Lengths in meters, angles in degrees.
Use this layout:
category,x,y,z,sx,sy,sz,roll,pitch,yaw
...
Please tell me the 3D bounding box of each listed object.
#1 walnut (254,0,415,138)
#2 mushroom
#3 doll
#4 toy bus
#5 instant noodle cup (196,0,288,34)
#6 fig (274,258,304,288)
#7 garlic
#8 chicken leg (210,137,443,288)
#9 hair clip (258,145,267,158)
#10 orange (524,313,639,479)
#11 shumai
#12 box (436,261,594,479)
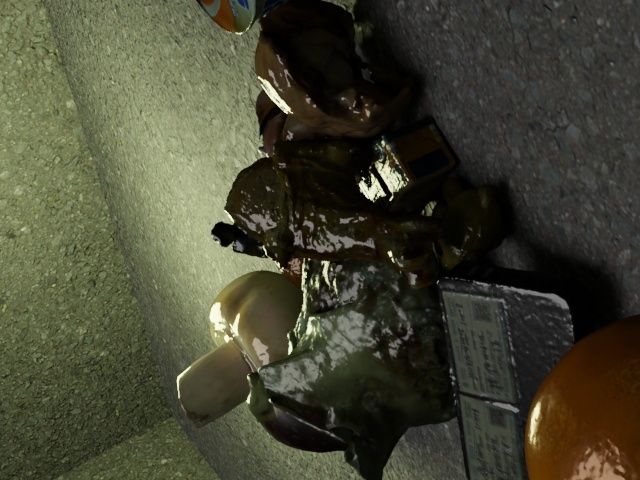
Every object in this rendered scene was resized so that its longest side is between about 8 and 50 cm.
category,x,y,z,sx,sy,sz,roll,pitch,yaw
walnut,-0.001,-0.233,1.649,0.238,0.204,0.141,53,135,28
mushroom,-0.120,0.241,2.447,0.325,0.353,0.353,-92,-6,-51
doll,0.207,-0.018,1.629,0.209,0.097,0.137,-152,69,-82
toy bus,0.124,-0.095,1.698,0.103,0.091,0.182,60,159,13
instant noodle cup,-0.073,-0.450,1.561,0.296,0.214,0.296,51,156,32
fig,0.000,0.000,2.109,0.146,0.133,0.201,37,140,-8
garlic,0.000,-0.178,1.812,0.160,0.191,0.214,-28,82,30
chicken leg,0.029,-0.049,1.629,0.361,0.211,0.140,8,165,32
hair clip,-0.033,-0.116,2.114,0.220,0.054,0.140,46,166,28
orange,0.366,0.223,1.194,0.312,0.312,0.312,50,156,32
shumai,0.049,0.182,1.787,0.395,0.348,0.395,46,173,7
box,0.270,0.204,1.520,0.211,0.058,0.350,10,120,42
